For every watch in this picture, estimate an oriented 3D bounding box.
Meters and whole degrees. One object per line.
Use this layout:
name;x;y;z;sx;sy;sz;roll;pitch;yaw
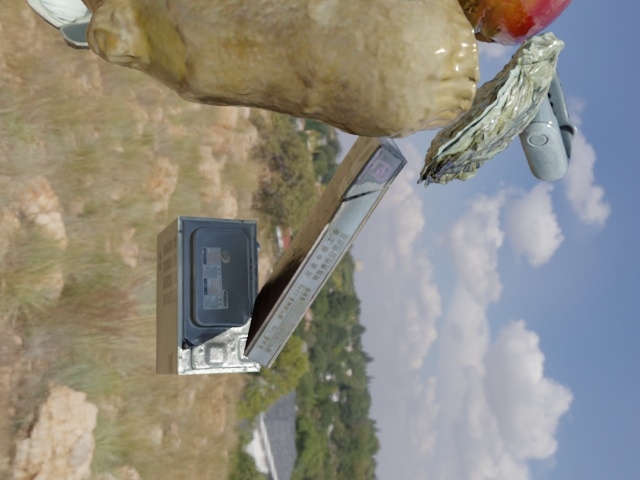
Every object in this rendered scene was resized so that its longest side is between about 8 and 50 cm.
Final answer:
watch;0.360;-0.207;1.056;0.206;0.068;0.193;45;46;-45

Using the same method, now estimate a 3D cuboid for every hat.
hat;-0.391;-0.457;1.137;0.161;0.275;0.232;-30;132;-57

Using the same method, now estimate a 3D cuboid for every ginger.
ginger;-0.048;-0.163;0.494;0.190;0.353;0.126;-46;148;-50

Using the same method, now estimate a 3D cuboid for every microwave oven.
microwave oven;-0.182;0.094;1.067;0.194;0.145;0.241;-20;-111;59

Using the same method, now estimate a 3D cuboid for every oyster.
oyster;0.165;-0.121;0.651;0.064;0.177;0.125;48;-12;9

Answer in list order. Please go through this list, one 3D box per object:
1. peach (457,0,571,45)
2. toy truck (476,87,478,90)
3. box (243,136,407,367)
peach;0.308;-0.510;1.071;0.373;0.289;0.373;-54;158;-34
toy truck;0.290;-0.308;1.426;0.074;0.088;0.201;29;-7;40
box;0.000;-0.001;0.883;0.325;0.047;0.180;-57;-170;16
